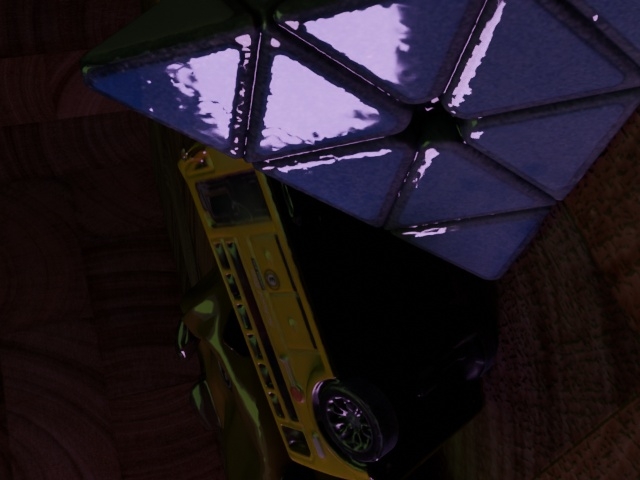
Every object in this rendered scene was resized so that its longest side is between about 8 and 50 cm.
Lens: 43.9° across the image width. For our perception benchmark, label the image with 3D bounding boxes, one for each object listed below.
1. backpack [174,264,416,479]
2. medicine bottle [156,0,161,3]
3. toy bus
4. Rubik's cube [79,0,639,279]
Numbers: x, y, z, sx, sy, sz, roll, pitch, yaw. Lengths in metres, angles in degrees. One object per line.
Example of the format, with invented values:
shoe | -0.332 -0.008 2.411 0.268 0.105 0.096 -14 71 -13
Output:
backpack | -0.044 0.159 0.866 0.378 0.201 0.353 136 118 -80
medicine bottle | -0.113 -0.287 0.985 0.212 0.122 0.121 42 141 47
toy bus | 0.000 0.000 0.570 0.151 0.145 0.331 -7 106 50
Rubik's cube | 0.060 -0.115 0.440 0.228 0.229 0.233 -57 -11 15
